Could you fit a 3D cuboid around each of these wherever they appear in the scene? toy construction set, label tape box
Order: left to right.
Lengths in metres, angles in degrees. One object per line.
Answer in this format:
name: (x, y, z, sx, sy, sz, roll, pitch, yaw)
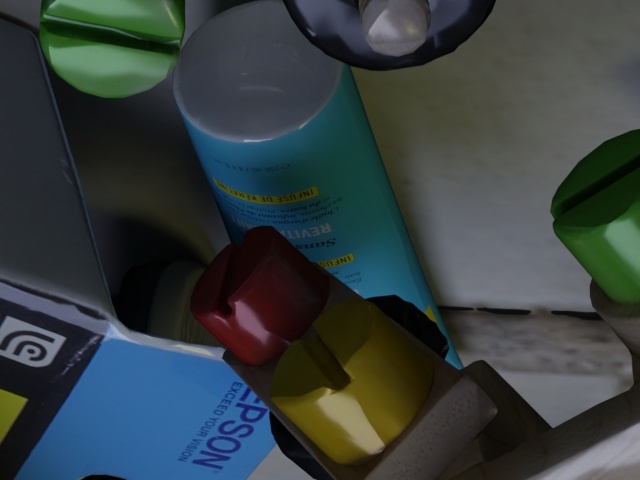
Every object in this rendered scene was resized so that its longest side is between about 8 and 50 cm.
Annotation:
label tape box: (-0.201, 0.018, 0.623, 0.347, 0.115, 0.249, 20, 139, -17)
toy construction set: (0.095, 0.068, 0.445, 0.257, 0.237, 0.309, -14, 124, 5)

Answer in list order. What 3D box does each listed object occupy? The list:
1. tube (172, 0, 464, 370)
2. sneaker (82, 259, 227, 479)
tube: (0.000, 0.000, 0.622, 0.080, 0.052, 0.207, 11, 153, 19)
sneaker: (-0.104, 0.077, 0.722, 0.118, 0.083, 0.222, 16, 141, 3)
